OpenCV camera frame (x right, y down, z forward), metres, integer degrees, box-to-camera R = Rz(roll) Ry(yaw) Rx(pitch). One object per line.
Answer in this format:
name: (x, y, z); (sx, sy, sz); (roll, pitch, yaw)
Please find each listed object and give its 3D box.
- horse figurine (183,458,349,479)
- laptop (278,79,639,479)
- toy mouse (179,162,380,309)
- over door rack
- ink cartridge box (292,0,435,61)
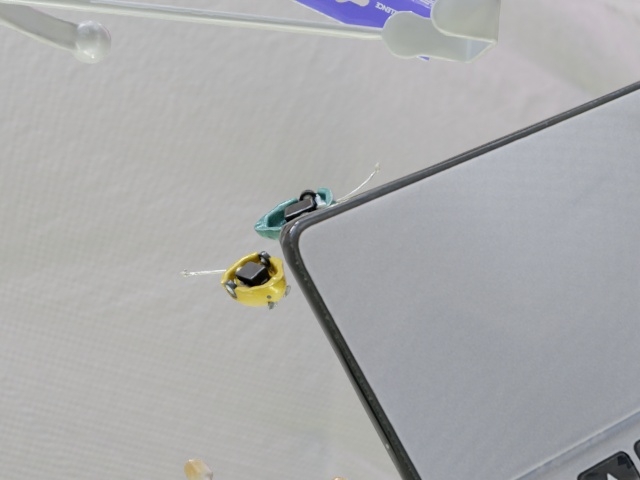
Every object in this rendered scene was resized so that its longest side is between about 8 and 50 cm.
horse figurine: (0.042, 0.179, 0.840); (0.263, 0.066, 0.174); (2, -149, -48)
laptop: (0.271, 0.066, 0.433); (0.382, 0.236, 0.408); (-23, -103, -29)
toy mouse: (0.000, 0.000, 1.070); (0.143, 0.161, 0.031); (-44, -59, -25)
over door rack: (-0.066, -0.206, 0.722); (0.108, 0.324, 0.239); (27, -113, -83)
ink cartridge box: (0.052, -0.293, 1.374); (0.206, 0.045, 0.208); (22, -80, -8)
